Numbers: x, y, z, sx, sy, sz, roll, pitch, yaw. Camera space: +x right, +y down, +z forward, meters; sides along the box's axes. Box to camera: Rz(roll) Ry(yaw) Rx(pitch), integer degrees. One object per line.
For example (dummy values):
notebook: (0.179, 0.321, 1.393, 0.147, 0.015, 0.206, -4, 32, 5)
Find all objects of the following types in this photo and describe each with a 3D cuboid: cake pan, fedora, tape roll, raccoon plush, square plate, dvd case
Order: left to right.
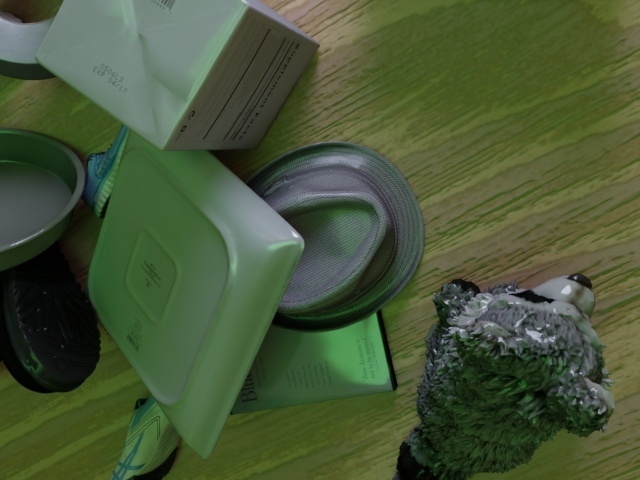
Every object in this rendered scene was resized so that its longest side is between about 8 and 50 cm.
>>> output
cake pan: (-0.471, -0.055, 0.951, 0.293, 0.293, 0.054, 16, 133, 11)
tape roll: (-0.394, -0.330, 0.928, 0.219, 0.072, 0.219, 1, 86, -17)
square plate: (-0.197, 0.046, 0.889, 0.347, 0.049, 0.344, 42, 120, 33)
dvd case: (-0.033, 0.143, 0.986, 0.253, 0.022, 0.180, -12, 95, 15)
fedora: (0.000, 0.000, 0.877, 0.275, 0.124, 0.243, -23, 93, 3)
raccoon plush: (0.199, 0.237, 0.800, 0.216, 0.299, 0.446, 13, 100, 11)

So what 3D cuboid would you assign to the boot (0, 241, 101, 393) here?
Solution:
boot: (-0.455, 0.142, 0.981, 0.260, 0.131, 0.348, -48, 47, 12)

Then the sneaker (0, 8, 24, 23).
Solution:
sneaker: (-0.552, -0.324, 1.004, 0.272, 0.108, 0.100, 22, 104, 11)

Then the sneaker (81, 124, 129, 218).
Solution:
sneaker: (-0.303, -0.114, 0.996, 0.073, 0.063, 0.162, 33, 102, 12)

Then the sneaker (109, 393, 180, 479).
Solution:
sneaker: (-0.256, 0.293, 1.036, 0.086, 0.085, 0.237, 43, 110, 32)

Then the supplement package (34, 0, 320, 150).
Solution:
supplement package: (-0.147, -0.225, 0.823, 0.177, 0.293, 0.175, 36, 104, 6)
